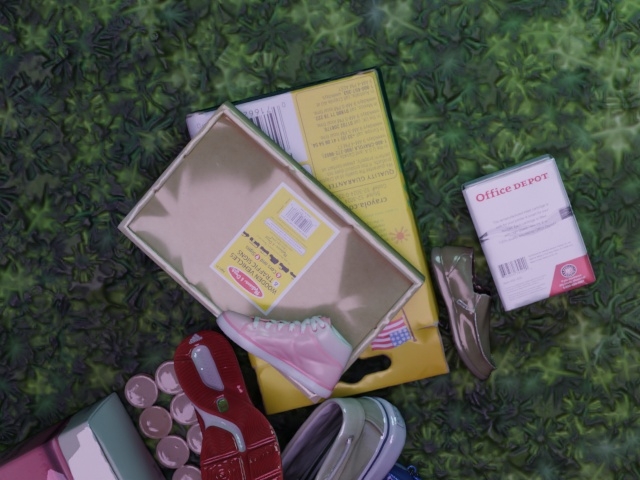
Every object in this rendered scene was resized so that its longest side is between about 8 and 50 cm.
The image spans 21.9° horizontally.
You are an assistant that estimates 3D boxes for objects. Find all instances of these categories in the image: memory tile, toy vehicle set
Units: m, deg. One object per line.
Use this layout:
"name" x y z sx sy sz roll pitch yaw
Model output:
"memory tile" -0.133 0.194 1.760 0.113 0.012 0.148 -26 96 8
"toy vehicle set" -0.048 0.012 1.634 0.267 0.035 0.166 42 100 -2

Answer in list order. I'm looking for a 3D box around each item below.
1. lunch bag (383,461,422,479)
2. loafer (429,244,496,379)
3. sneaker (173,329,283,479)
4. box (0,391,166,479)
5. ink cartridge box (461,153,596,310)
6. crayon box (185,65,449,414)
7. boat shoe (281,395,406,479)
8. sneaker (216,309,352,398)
"lunch bag" 0.070 0.277 1.730 0.067 0.065 0.098 38 101 14
"loafer" 0.155 0.072 1.698 0.050 0.056 0.148 -19 96 13
"sneaker" -0.077 0.206 1.674 0.087 0.128 0.221 -18 67 5
"box" -0.294 0.275 1.715 0.232 0.148 0.127 -29 94 7
"ink cartridge box" 0.211 -0.010 1.681 0.099 0.056 0.135 -19 97 6
"crayon box" 0.000 0.000 1.687 0.202 0.081 0.319 -13 96 6
"boat shoe" -0.031 0.276 1.698 0.094 0.109 0.302 22 107 -40
"sneaker" -0.030 0.090 1.600 0.134 0.051 0.070 33 98 -3
